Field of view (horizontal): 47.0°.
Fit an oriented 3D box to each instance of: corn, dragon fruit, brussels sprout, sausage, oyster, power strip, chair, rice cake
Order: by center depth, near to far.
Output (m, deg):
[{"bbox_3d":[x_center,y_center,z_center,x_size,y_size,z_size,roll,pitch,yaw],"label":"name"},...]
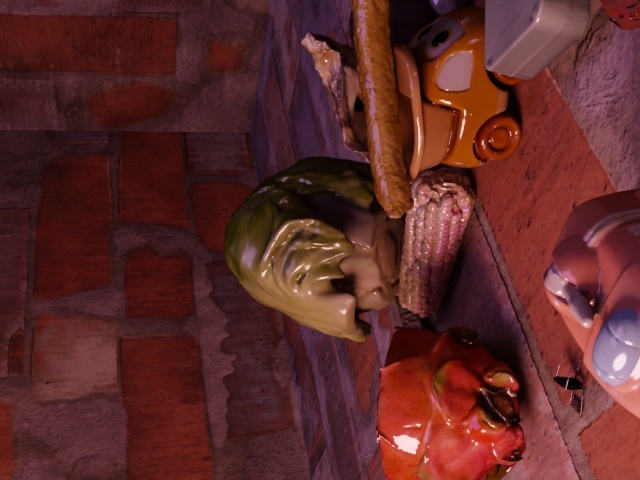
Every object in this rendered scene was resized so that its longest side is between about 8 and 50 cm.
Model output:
[{"bbox_3d":[0.385,-0.303,0.854,0.141,0.076,0.076,124,142,-68],"label":"sausage"},{"bbox_3d":[0.297,-0.379,1.000,0.261,0.141,0.230,136,142,-68],"label":"power strip"},{"bbox_3d":[0.359,0.210,1.060,0.037,0.042,0.086,-125,37,-71],"label":"chair"},{"bbox_3d":[0.229,0.290,1.239,0.305,0.225,0.306,-3,-90,-73],"label":"dragon fruit"},{"bbox_3d":[0.077,-0.245,1.388,0.100,0.275,0.271,-31,55,30],"label":"oyster"},{"bbox_3d":[0.214,0.009,1.443,0.127,0.126,0.335,-108,20,-47],"label":"corn"},{"bbox_3d":[0.189,0.218,1.572,0.399,0.064,0.070,-97,7,-47],"label":"rice cake"},{"bbox_3d":[-0.014,0.007,1.574,0.425,0.360,0.343,-48,-50,-51],"label":"brussels sprout"}]

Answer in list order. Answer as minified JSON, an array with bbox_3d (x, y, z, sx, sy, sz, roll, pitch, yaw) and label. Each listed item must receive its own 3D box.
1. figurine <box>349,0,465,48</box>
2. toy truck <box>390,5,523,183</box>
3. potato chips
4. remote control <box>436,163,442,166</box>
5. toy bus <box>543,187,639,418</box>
[{"bbox_3d":[0.174,-0.419,1.529,0.365,0.206,0.218,-2,-66,-81],"label":"figurine"},{"bbox_3d":[0.215,-0.241,1.234,0.204,0.211,0.288,-124,32,-61],"label":"toy truck"},{"bbox_3d":[0.094,-0.240,1.164,0.080,0.057,0.407,-165,66,-69],"label":"potato chips"},{"bbox_3d":[0.194,-0.204,1.591,0.335,0.065,0.128,173,97,-75],"label":"remote control"},{"bbox_3d":[0.351,0.062,0.729,0.288,0.232,0.194,-108,25,-51],"label":"toy bus"}]
